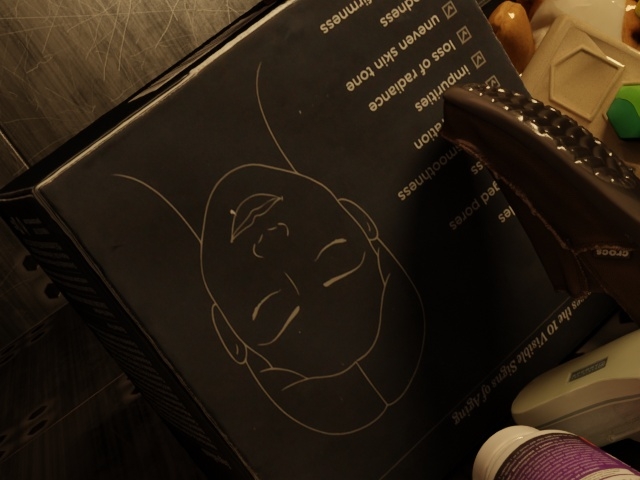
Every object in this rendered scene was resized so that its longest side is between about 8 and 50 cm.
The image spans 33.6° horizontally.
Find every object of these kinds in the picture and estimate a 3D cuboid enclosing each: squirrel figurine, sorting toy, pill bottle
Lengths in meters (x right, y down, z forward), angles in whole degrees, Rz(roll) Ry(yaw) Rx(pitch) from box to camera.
[{"bbox_3d":[0.327,-0.177,1.482,0.370,0.281,0.397,-60,-22,-3],"label":"squirrel figurine"},{"bbox_3d":[0.335,-0.171,1.231,0.041,0.229,0.307,9,-66,-58],"label":"sorting toy"},{"bbox_3d":[0.190,0.206,0.801,0.108,0.108,0.193,-37,16,-8],"label":"pill bottle"}]

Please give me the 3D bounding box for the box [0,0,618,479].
[{"bbox_3d":[0.000,0.000,1.134,0.480,0.471,0.297,-40,15,-19],"label":"box"}]

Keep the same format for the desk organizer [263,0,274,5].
[{"bbox_3d":[-0.023,-0.281,1.045,0.050,0.047,0.130,-27,17,35],"label":"desk organizer"}]

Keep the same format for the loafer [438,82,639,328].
[{"bbox_3d":[0.237,-0.006,0.958,0.130,0.366,0.134,-55,-18,24],"label":"loafer"}]

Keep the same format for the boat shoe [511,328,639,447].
[{"bbox_3d":[0.270,0.133,0.908,0.227,0.081,0.079,-30,14,43],"label":"boat shoe"}]
